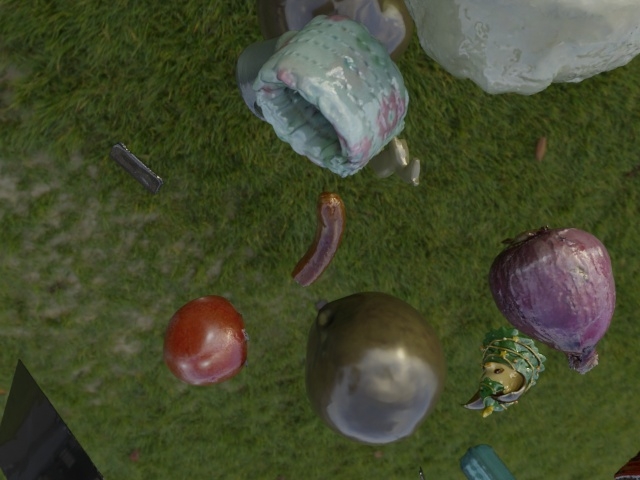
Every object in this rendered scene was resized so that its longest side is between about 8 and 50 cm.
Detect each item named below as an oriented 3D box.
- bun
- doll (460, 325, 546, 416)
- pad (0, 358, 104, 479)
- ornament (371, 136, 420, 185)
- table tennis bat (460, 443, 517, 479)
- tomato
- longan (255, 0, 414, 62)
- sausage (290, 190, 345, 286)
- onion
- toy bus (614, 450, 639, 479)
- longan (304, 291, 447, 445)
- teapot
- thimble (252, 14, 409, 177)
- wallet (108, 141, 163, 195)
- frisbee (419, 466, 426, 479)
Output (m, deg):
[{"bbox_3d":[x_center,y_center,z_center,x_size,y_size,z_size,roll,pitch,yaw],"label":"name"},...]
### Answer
[{"bbox_3d":[0.258,-0.328,0.727,0.359,0.360,0.211,-8,145,-2],"label":"bun"},{"bbox_3d":[0.216,0.166,0.669,0.076,0.113,0.078,36,141,-16],"label":"doll"},{"bbox_3d":[-0.281,0.226,0.585,0.004,0.190,0.127,4,114,-52],"label":"pad"},{"bbox_3d":[0.243,-0.272,1.899,0.061,0.245,0.230,-10,172,-26],"label":"ornament"},{"bbox_3d":[0.180,0.244,0.446,0.033,0.201,0.124,-37,141,-2],"label":"table tennis bat"},{"bbox_3d":[-0.206,0.182,1.041,0.167,0.167,0.167,-5,132,-5],"label":"tomato"},{"bbox_3d":[0.029,-0.561,1.448,0.404,0.336,0.404,16,168,3],"label":"longan"},{"bbox_3d":[0.005,0.000,1.589,0.102,0.076,0.302,7,125,-22],"label":"sausage"},{"bbox_3d":[0.503,0.145,1.259,0.159,0.349,0.267,-16,172,-45],"label":"onion"},{"bbox_3d":[0.331,0.257,0.464,0.089,0.195,0.081,-27,171,-24],"label":"toy bus"},{"bbox_3d":[0.108,0.257,1.205,0.318,0.319,0.319,-5,132,-5],"label":"longan"},{"bbox_3d":[-0.045,-0.315,1.051,0.162,0.239,0.149,37,152,-28],"label":"teapot"},{"bbox_3d":[0.021,-0.202,0.834,0.211,0.185,0.149,46,70,-10],"label":"thimble"},{"bbox_3d":[-0.472,-0.183,1.490,0.156,0.018,0.082,41,140,-8],"label":"wallet"},{"bbox_3d":[0.262,0.605,1.319,0.012,0.211,0.188,-22,95,16],"label":"frisbee"}]
